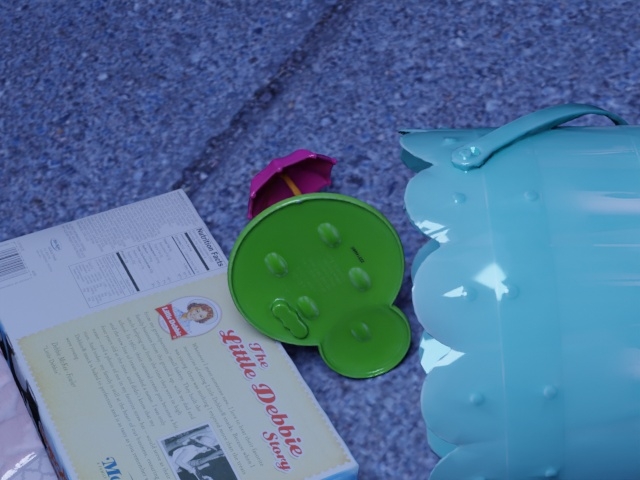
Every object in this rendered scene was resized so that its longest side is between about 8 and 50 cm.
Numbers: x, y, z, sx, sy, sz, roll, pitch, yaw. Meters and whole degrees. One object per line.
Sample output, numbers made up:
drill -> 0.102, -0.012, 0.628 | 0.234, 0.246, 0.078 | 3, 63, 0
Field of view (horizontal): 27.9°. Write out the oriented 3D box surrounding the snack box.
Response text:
snack box -> -0.127, 0.101, 0.975 | 0.187, 0.060, 0.322 | -18, 48, -20

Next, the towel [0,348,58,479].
towel -> -0.337, 0.224, 0.989 | 0.332, 0.053, 0.317 | -43, 53, -17

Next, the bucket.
bucket -> 0.150, 0.049, 0.827 | 0.183, 0.281, 0.281 | -5, 52, 4

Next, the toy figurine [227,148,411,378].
toy figurine -> 0.000, 0.000, 1.009 | 0.130, 0.173, 0.159 | -31, 29, 10
